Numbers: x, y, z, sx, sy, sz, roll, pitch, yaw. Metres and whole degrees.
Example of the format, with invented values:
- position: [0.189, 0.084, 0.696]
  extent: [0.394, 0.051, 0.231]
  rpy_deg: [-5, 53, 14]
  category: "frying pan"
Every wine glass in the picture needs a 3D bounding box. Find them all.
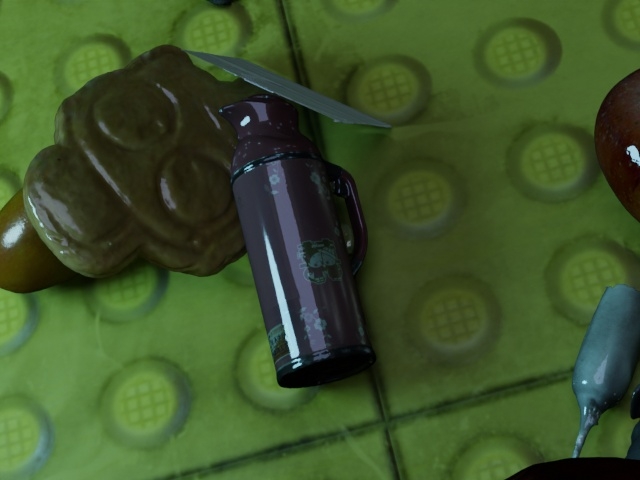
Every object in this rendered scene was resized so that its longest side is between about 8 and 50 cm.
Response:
- position: [0.286, 0.160, 1.491]
  extent: [0.074, 0.074, 0.262]
  rpy_deg: [14, 65, 19]
  category: "wine glass"

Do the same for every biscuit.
- position: [-0.166, -0.091, 1.651]
  extent: [0.376, 0.051, 0.269]
  rpy_deg: [-36, 83, -35]
  category: "biscuit"

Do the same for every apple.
- position: [0.396, -0.094, 1.555]
  extent: [0.201, 0.162, 0.201]
  rpy_deg: [-8, 49, 9]
  category: "apple"

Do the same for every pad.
- position: [-0.040, -0.180, 1.704]
  extent: [0.232, 0.156, 0.004]
  rpy_deg: [27, 104, 23]
  category: "pad"

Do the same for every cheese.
- position: [0.000, 0.000, 1.657]
  extent: [0.083, 0.030, 0.044]
  rpy_deg: [-6, 79, 8]
  category: "cheese"

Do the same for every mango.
- position: [-0.279, -0.033, 1.674]
  extent: [0.253, 0.138, 0.113]
  rpy_deg: [-36, 63, -12]
  category: "mango"

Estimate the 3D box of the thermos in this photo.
- position: [-0.018, -0.014, 1.588]
  extent: [0.136, 0.109, 0.330]
  rpy_deg: [-15, 72, 0]
  category: "thermos"

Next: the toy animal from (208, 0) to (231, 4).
- position: [-0.135, -0.386, 1.867]
  extent: [0.233, 0.084, 0.148]
  rpy_deg: [-25, 59, 2]
  category: "toy animal"

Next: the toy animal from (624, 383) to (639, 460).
- position: [0.347, 0.189, 1.422]
  extent: [0.082, 0.137, 0.269]
  rpy_deg: [8, 72, 19]
  category: "toy animal"

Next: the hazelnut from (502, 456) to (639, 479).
- position: [0.221, 0.390, 1.219]
  extent: [0.402, 0.402, 0.429]
  rpy_deg: [31, 86, 25]
  category: "hazelnut"
